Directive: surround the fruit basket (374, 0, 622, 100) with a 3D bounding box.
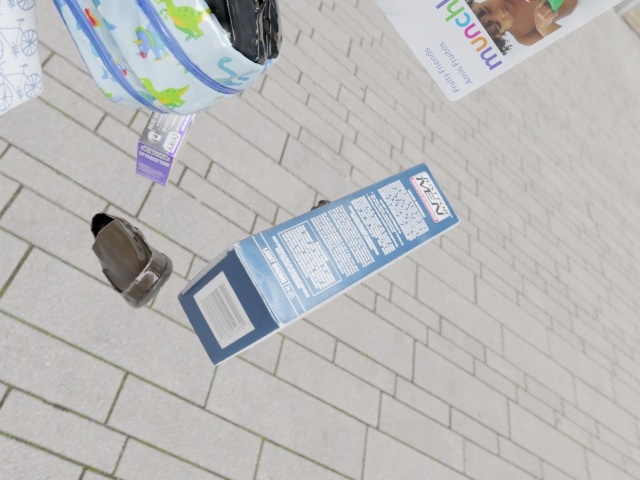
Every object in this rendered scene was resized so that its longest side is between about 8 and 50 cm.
[{"bbox_3d":[0.158,-0.314,0.462,0.327,0.353,0.165,47,36,-21],"label":"fruit basket"}]

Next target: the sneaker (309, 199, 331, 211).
[{"bbox_3d":[0.000,0.000,1.122,0.106,0.281,0.162,8,91,-9],"label":"sneaker"}]

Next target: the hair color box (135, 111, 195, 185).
[{"bbox_3d":[-0.441,-0.290,1.653,0.110,0.339,0.185,24,76,-13],"label":"hair color box"}]

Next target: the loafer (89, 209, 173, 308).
[{"bbox_3d":[-0.267,0.020,0.769,0.080,0.220,0.078,-51,127,-8],"label":"loafer"}]

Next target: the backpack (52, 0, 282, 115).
[{"bbox_3d":[-0.182,-0.322,0.651,0.355,0.273,0.290,51,18,-6],"label":"backpack"}]

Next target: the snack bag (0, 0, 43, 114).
[{"bbox_3d":[-0.357,-0.249,0.505,0.037,0.342,0.323,11,30,5],"label":"snack bag"}]

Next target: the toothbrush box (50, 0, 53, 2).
[{"bbox_3d":[-0.676,-0.827,1.616,0.126,0.295,0.216,36,43,16],"label":"toothbrush box"}]

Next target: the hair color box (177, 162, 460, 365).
[{"bbox_3d":[0.008,0.021,0.752,0.347,0.174,0.105,-25,83,-41],"label":"hair color box"}]
